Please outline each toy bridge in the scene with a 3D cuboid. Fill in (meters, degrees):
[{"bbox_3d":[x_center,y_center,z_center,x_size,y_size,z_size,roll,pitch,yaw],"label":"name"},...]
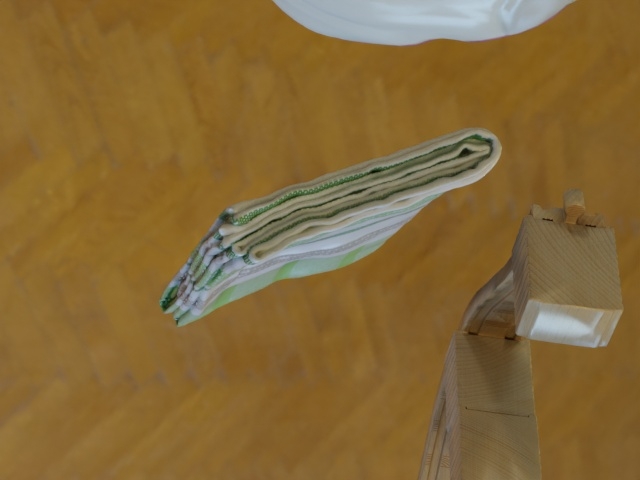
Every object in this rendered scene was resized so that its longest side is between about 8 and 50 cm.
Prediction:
[{"bbox_3d":[0.049,0.052,0.469,0.188,0.026,0.063,104,-8,-46],"label":"toy bridge"}]

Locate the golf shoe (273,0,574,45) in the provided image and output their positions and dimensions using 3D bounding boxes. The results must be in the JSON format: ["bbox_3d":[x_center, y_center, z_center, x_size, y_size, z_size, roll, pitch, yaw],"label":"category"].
[{"bbox_3d":[0.085,-0.120,0.351,0.140,0.306,0.115,34,54,-52],"label":"golf shoe"}]

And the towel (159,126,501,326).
[{"bbox_3d":[0.000,0.000,0.632,0.113,0.023,0.152,-18,171,-18],"label":"towel"}]
